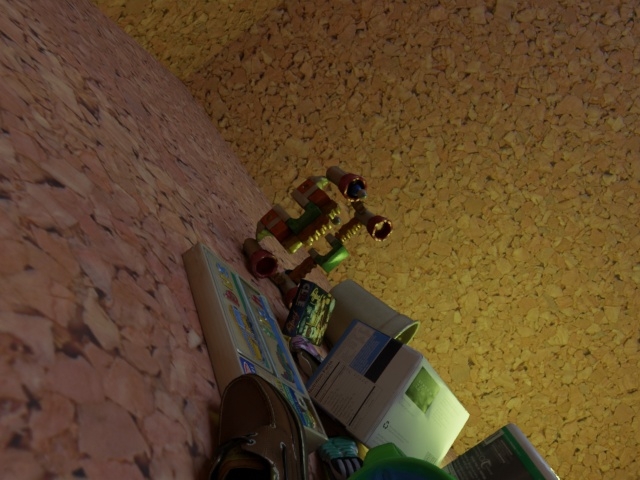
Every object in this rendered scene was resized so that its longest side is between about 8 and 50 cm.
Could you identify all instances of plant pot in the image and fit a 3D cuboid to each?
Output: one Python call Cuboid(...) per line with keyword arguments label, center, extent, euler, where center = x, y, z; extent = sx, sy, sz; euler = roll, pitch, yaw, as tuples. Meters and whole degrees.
Cuboid(label="plant pot", center=(0.148, 0.325, 1.716), extent=(0.305, 0.334, 0.334), euler=(43, -1, 25))

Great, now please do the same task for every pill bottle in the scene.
Cuboid(label="pill bottle", center=(0.340, 0.587, 0.998), extent=(0.204, 0.361, 0.204), euler=(53, 4, -5))

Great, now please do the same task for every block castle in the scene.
Cuboid(label="block castle", center=(0.000, 0.000, 1.497), extent=(0.303, 0.453, 0.213), euler=(52, -5, -39))

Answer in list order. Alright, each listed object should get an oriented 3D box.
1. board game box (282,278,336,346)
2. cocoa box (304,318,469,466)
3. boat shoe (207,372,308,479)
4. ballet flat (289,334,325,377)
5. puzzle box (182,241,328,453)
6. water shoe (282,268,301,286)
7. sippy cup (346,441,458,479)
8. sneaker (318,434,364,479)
Cuboid(label="board game box", center=(-0.027, 0.223, 1.367), extent=(0.042, 0.165, 0.243), euler=(15, -12, 22))
Cuboid(label="cocoa box", center=(0.168, 0.402, 1.130), extent=(0.228, 0.231, 0.347), euler=(21, -23, 48))
Cuboid(label="boat shoe", center=(-0.077, 0.277, 0.559), extent=(0.104, 0.111, 0.307), euler=(52, 4, -39))
Cuboid(label="ballet flat", center=(-0.008, 0.347, 1.214), extent=(0.221, 0.077, 0.079), euler=(48, 23, -13))
Cuboid(label="puzzle box", center=(-0.139, 0.204, 0.921), extent=(0.272, 0.052, 0.409), euler=(49, 6, -46))
Cuboid(label="water shoe", center=(-0.099, 0.144, 1.768), extent=(0.073, 0.080, 0.203), euler=(54, 4, -10))
Cuboid(label="sippy cup", center=(0.144, 0.489, 0.688), extent=(0.240, 0.305, 0.224), euler=(4, -45, 35))
Cuboid(label="sneaker", center=(0.038, 0.454, 0.890), extent=(0.223, 0.083, 0.098), euler=(110, -20, -83))
